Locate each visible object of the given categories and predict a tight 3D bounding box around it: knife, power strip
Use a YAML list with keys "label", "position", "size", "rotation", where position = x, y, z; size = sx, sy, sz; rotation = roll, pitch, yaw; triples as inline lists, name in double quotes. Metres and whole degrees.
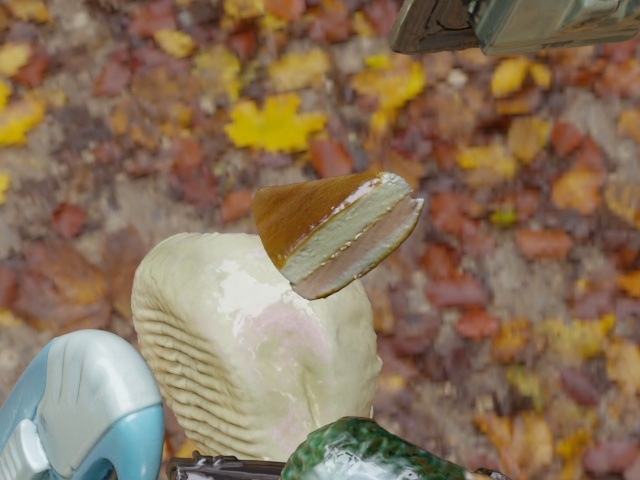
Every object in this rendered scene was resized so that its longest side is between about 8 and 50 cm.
- label: "knife"
  position: [-0.099, 0.088, 0.627]
  size: [0.031, 0.222, 0.064]
  rotation: [-17, 73, -30]
- label: "power strip"
  position: [0.210, -0.221, 1.527]
  size: [0.257, 0.251, 0.092]
  rotation: [-9, 72, -17]

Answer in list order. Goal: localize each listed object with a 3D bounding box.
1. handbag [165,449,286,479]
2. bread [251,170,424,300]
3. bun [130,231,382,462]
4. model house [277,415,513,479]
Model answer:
- label: "handbag"
  position: [-0.049, 0.329, 1.573]
  size: [0.257, 0.113, 0.285]
  rotation: [13, 93, -22]
- label: "bread"
  position: [0.000, 0.000, 0.934]
  size: [0.109, 0.043, 0.062]
  rotation: [-10, 45, 46]
- label: "bun"
  position: [-0.056, 0.131, 2.034]
  size: [0.213, 0.361, 0.361]
  rotation: [-24, 56, -22]
- label: "model house"
  position: [0.049, 0.255, 1.039]
  size: [0.253, 0.184, 0.291]
  rotation: [30, 20, 4]
